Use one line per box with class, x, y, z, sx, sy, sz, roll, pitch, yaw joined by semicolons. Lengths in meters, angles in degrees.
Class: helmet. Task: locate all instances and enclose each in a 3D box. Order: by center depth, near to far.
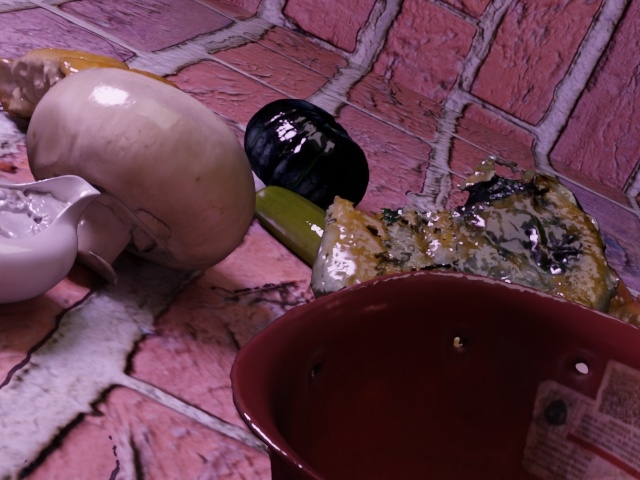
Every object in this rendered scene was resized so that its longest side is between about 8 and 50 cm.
helmet;0.110;0.192;0.733;0.385;0.230;0.337;-10;30;-40

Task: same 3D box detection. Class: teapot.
teapot;-0.290;0.002;0.946;0.145;0.092;0.226;32;28;27

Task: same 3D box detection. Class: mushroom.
mushroom;-0.189;-0.056;1.113;0.246;0.202;0.246;25;-27;14

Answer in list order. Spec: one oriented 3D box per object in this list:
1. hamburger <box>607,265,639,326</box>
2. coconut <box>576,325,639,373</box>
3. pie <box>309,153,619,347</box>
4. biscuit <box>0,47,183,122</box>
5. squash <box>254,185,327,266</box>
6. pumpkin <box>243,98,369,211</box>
hamburger;0.279;0.074;1.421;0.245;0.155;0.282;20;25;-3
coconut;0.333;0.189;1.079;0.241;0.241;0.241;23;18;-8
pie;0.174;0.036;1.289;0.371;0.078;0.296;-16;56;-21
biscuit;-0.269;-0.174;1.344;0.213;0.091;0.274;11;-2;-43
squash;0.000;0.000;1.393;0.066;0.066;0.252;4;28;-49
pumpkin;-0.022;-0.113;1.569;0.202;0.140;0.202;39;11;-9
